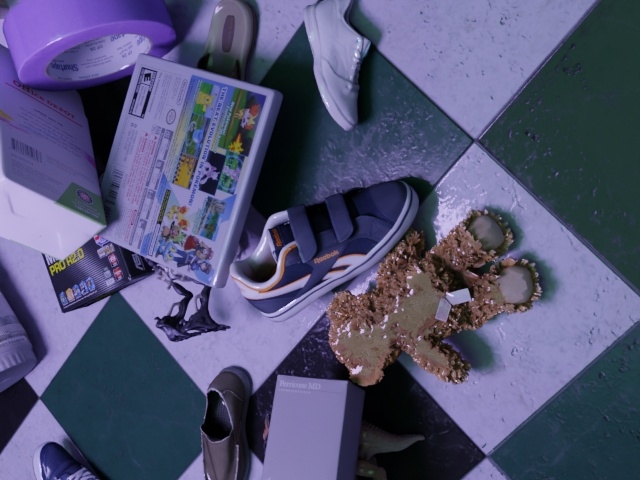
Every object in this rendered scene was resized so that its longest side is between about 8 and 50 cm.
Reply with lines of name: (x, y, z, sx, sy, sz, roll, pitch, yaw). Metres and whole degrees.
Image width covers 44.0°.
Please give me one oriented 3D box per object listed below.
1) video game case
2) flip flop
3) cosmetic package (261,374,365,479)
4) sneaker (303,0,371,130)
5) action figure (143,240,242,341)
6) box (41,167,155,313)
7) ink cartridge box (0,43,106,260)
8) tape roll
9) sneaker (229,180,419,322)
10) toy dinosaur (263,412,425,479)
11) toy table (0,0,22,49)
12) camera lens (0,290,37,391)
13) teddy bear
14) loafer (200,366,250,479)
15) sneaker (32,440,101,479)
video game case: (-0.233, -0.123, 1.322, 0.300, 0.036, 0.329, 21, 97, 29)
flip flop: (-0.172, -0.280, 1.360, 0.112, 0.080, 0.277, 14, 101, 23)
cosmetic package: (-0.013, 0.334, 1.229, 0.127, 0.107, 0.237, -1, 73, 20)
sneaker: (0.040, -0.284, 1.255, 0.094, 0.080, 0.212, -15, 89, 17)
action figure: (-0.236, 0.037, 1.411, 0.164, 0.141, 0.275, -22, 70, 36)
box: (-0.448, 0.005, 1.529, 0.270, 0.060, 0.216, -23, 87, 42)
ink cartridge box: (-0.509, -0.159, 1.376, 0.119, 0.207, 0.353, -36, 51, 19)
tape roll: (-0.393, -0.352, 1.359, 0.275, 0.275, 0.090, -22, 87, 29)
sneaker: (0.000, 0.000, 1.240, 0.321, 0.127, 0.126, -39, 36, 13)
toy dinosaur: (0.015, 0.349, 1.331, 0.296, 0.127, 0.200, -30, 74, 22)
toy table: (-0.695, -0.483, 1.571, 0.252, 0.161, 0.274, 24, 109, 24)
camera lens: (-0.753, 0.191, 1.658, 0.219, 0.219, 0.274, -39, 81, 27)
teddy bear: (0.172, 0.094, 1.227, 0.245, 0.113, 0.338, 43, 106, 11)
loafer: (-0.188, 0.360, 1.455, 0.094, 0.087, 0.251, 7, 100, 27)
sneaker: (-0.466, 0.518, 1.619, 0.153, 0.099, 0.282, -32, 88, 33)
